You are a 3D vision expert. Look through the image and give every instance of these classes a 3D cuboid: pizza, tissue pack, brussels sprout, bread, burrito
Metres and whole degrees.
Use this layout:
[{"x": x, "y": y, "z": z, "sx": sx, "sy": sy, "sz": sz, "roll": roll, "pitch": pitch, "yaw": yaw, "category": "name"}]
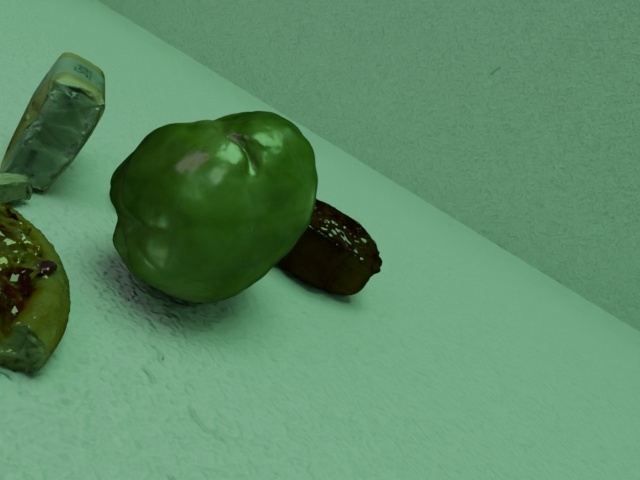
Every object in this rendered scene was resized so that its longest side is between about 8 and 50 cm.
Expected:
[{"x": -0.380, "y": 0.016, "z": 0.523, "sx": 0.228, "sy": 0.082, "sz": 0.289, "roll": 8, "pitch": 31, "yaw": -45, "category": "pizza"}, {"x": -0.427, "y": -0.198, "z": 0.827, "sx": 0.090, "sy": 0.186, "sz": 0.222, "roll": 32, "pitch": 15, "yaw": -33, "category": "tissue pack"}, {"x": -0.153, "y": -0.049, "z": 0.712, "sx": 0.243, "sy": 0.316, "sz": 0.274, "roll": 51, "pitch": 37, "yaw": -16, "category": "brussels sprout"}, {"x": 0.009, "y": 0.001, "z": 1.004, "sx": 0.246, "sy": 0.135, "sz": 0.232, "roll": 31, "pitch": 20, "yaw": 6, "category": "bread"}, {"x": -0.457, "y": -0.069, "z": 0.681, "sx": 0.055, "sy": 0.041, "sz": 0.149, "roll": 48, "pitch": 24, "yaw": 11, "category": "burrito"}]
